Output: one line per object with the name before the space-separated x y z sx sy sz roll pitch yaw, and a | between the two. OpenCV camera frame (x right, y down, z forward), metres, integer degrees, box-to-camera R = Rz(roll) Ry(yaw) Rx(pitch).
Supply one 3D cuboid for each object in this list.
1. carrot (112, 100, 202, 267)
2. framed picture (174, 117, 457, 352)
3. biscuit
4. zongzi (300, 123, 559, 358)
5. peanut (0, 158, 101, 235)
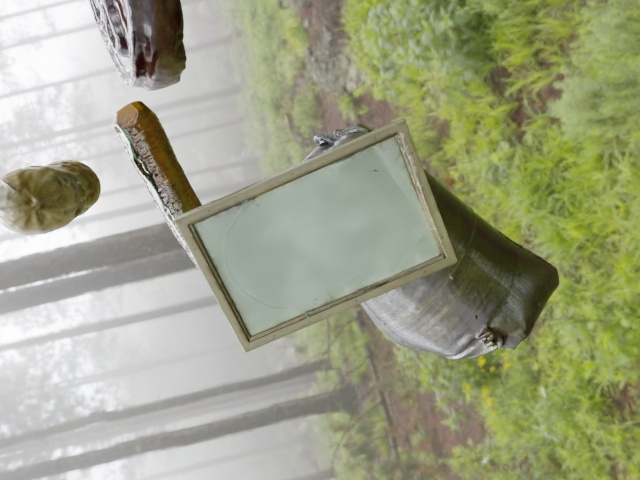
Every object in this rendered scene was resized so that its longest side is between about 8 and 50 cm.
carrot | -0.222 -0.083 1.034 0.260 0.070 0.070 60 -178 1
framed picture | 0.000 0.000 0.583 0.010 0.200 0.136 -108 -6 -68
biscuit | -0.309 -0.419 1.029 0.407 0.091 0.407 56 158 36
zongzi | 0.086 0.028 1.107 0.403 0.208 0.432 40 158 -10
peanut | -0.361 -0.060 0.943 0.214 0.099 0.100 -86 -17 -80
